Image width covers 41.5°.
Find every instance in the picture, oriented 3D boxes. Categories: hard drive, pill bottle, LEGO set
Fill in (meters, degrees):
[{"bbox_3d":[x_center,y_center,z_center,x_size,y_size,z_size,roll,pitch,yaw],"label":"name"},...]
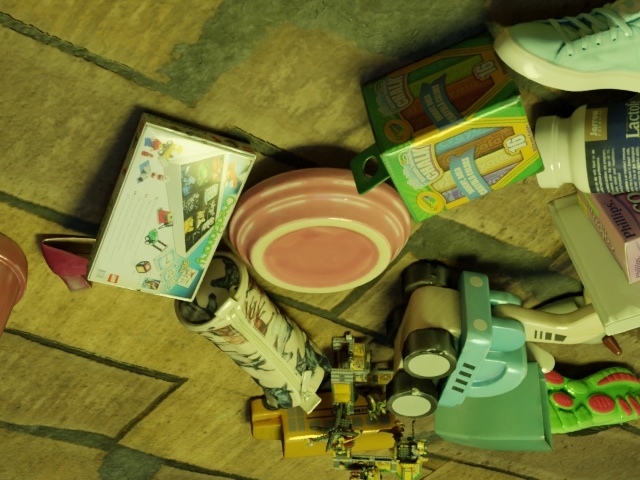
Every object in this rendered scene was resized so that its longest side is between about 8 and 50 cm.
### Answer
[{"bbox_3d":[0.561,0.013,1.535,0.203,0.307,0.040,-19,135,8],"label":"hard drive"},{"bbox_3d":[0.500,-0.156,1.410,0.264,0.153,0.153,-2,142,24],"label":"pill bottle"},{"bbox_3d":[0.120,0.345,1.825,0.255,0.331,0.192,7,137,10],"label":"LEGO set"}]

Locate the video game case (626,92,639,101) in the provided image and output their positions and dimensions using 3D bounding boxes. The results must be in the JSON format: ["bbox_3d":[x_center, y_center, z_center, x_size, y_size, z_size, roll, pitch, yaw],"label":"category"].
[{"bbox_3d":[0.571,-0.190,1.533,0.157,0.019,0.143,25,127,-34],"label":"video game case"}]

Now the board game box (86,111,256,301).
[{"bbox_3d":[-0.255,-0.047,1.426,0.193,0.053,0.305,15,115,-26],"label":"board game box"}]

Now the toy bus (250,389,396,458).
[{"bbox_3d":[0.003,0.434,2.004,0.332,0.130,0.108,-4,137,-8],"label":"toy bus"}]

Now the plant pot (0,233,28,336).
[{"bbox_3d":[-0.622,0.105,1.477,0.201,0.180,0.201,-5,138,-5],"label":"plant pot"}]

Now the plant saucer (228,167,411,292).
[{"bbox_3d":[0.000,0.000,1.526,0.332,0.084,0.332,-1,147,-1],"label":"plant saucer"}]

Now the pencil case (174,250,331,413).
[{"bbox_3d":[-0.128,0.185,1.660,0.160,0.183,0.410,-49,139,-11],"label":"pencil case"}]

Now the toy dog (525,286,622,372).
[{"bbox_3d":[0.520,0.211,1.851,0.333,0.161,0.220,-28,135,17],"label":"toy dog"}]

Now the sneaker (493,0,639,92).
[{"bbox_3d":[0.438,-0.320,1.293,0.366,0.135,0.150,-2,134,-24],"label":"sneaker"}]

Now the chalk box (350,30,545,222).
[{"bbox_3d":[0.179,-0.167,1.354,0.289,0.180,0.179,-22,137,10],"label":"chalk box"}]

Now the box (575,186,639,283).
[{"bbox_3d":[0.604,-0.075,1.481,0.243,0.213,0.117,-22,135,6],"label":"box"}]

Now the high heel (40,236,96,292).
[{"bbox_3d":[-0.372,0.011,1.518,0.244,0.082,0.117,-15,129,10],"label":"high heel"}]

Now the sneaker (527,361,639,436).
[{"bbox_3d":[0.569,0.411,2.052,0.483,0.185,0.202,8,142,-23],"label":"sneaker"}]

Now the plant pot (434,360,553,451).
[{"bbox_3d":[0.372,0.370,1.846,0.234,0.165,0.166,-8,155,20],"label":"plant pot"}]

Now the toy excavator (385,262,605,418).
[{"bbox_3d":[0.379,0.178,1.684,0.445,0.222,0.433,8,137,-5],"label":"toy excavator"}]
